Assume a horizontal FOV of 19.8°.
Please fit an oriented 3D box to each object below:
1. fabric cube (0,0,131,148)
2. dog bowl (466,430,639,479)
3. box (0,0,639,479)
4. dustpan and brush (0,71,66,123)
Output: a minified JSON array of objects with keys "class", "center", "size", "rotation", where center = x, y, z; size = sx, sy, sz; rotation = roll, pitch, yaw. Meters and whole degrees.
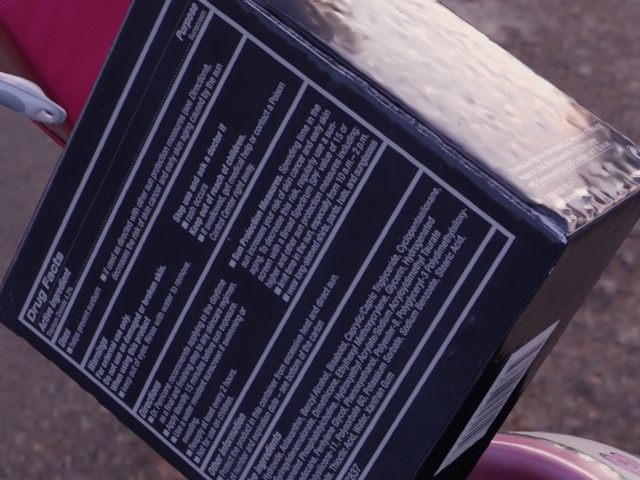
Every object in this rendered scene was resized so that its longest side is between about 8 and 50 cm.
[{"class":"fabric cube","center":[-0.185,-0.242,1.522],"size":[0.259,0.258,0.254],"rotation":[-44,49,-10]},{"class":"dog bowl","center":[0.118,0.321,1.303],"size":[0.408,0.408,0.150],"rotation":[26,-5,31]},{"class":"box","center":[0.000,0.000,1.126],"size":[0.294,0.296,0.182],"rotation":[38,30,15]},{"class":"dustpan and brush","center":[-0.255,-0.130,1.161],"size":[0.211,0.147,0.060],"rotation":[21,42,-6]}]
